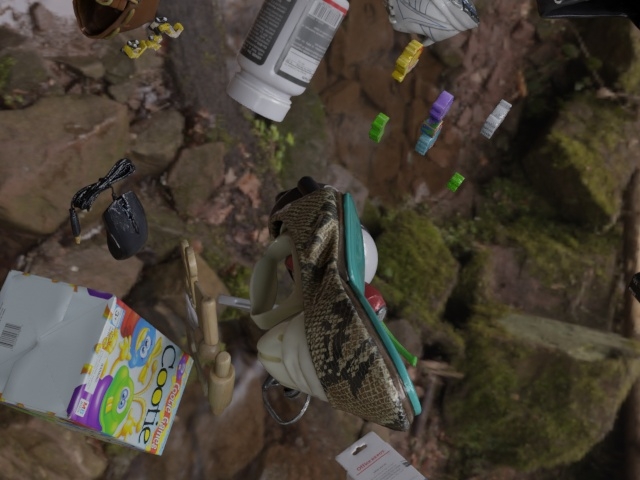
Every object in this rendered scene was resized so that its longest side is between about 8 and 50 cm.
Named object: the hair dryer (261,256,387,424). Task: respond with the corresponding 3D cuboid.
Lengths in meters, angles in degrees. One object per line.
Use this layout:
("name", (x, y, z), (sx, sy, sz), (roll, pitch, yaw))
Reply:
("hair dryer", (0.001, 0.138, 1.327), (0.080, 0.223, 0.294), (91, -11, -58))

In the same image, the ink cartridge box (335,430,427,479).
("ink cartridge box", (0.121, 0.454, 1.525), (0.104, 0.180, 0.060), (-29, 137, -28))

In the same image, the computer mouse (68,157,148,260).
("computer mouse", (-0.432, -0.028, 1.702), (0.184, 0.060, 0.262), (-44, 151, -39))

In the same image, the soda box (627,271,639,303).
("soda box", (0.623, 0.124, 1.438), (0.060, 0.169, 0.053), (-25, 149, -10))

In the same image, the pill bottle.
("pill bottle", (-0.074, -0.403, 1.689), (0.161, 0.161, 0.283), (14, 111, -50))

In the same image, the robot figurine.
("robot figurine", (-0.002, -0.001, 1.558), (0.209, 0.278, 0.173), (33, 106, -37))

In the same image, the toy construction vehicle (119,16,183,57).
("toy construction vehicle", (-0.290, -0.349, 1.420), (0.035, 0.086, 0.098), (52, 25, -1))

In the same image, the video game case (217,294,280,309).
("video game case", (-0.083, 0.127, 1.453), (0.157, 0.143, 0.019), (27, 73, -60))

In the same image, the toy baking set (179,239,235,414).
("toy baking set", (-0.139, 0.112, 0.998), (0.030, 0.197, 0.256), (-10, 146, -15))

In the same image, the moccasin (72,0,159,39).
("moccasin", (-0.292, -0.379, 1.111), (0.147, 0.380, 0.139), (-41, 100, -18))

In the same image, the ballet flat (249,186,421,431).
("ballet flat", (-0.003, 0.092, 1.077), (0.182, 0.483, 0.164), (-18, 123, 3))

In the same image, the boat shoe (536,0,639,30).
("boat shoe", (0.321, -0.235, 0.792), (0.080, 0.228, 0.076), (145, -49, -87))

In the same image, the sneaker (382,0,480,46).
("sneaker", (0.154, -0.415, 1.381), (0.297, 0.129, 0.111), (27, 42, -45))

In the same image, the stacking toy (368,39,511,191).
("stacking toy", (0.169, -0.175, 1.202), (0.052, 0.167, 0.221), (-50, 171, -26))

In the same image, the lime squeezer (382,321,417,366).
("lime squeezer", (0.056, 0.173, 1.611), (0.059, 0.310, 0.110), (23, 74, -62))

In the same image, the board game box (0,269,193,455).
("board game box", (-0.282, 0.161, 1.005), (0.275, 0.142, 0.144), (66, 38, -66))
